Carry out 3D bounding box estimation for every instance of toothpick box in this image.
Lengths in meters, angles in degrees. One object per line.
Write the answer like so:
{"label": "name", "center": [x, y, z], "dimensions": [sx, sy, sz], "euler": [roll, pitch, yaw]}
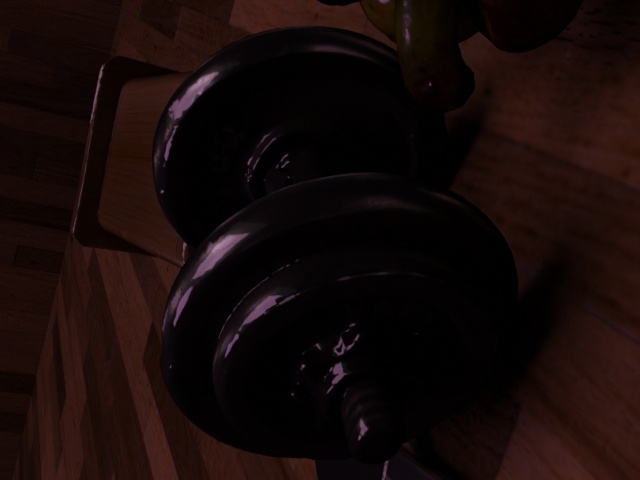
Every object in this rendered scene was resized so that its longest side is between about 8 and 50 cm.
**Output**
{"label": "toothpick box", "center": [-0.082, -0.055, 0.785], "dimensions": [0.308, 0.190, 0.187], "euler": [16, 94, 63]}

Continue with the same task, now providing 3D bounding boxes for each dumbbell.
{"label": "dumbbell", "center": [0.000, 0.000, 0.521], "dimensions": [0.290, 0.192, 0.192], "euler": [-105, 34, -46]}

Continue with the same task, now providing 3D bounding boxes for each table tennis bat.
{"label": "table tennis bat", "center": [0.039, 0.134, 0.590], "dimensions": [0.220, 0.019, 0.130], "euler": [-162, 83, -70]}

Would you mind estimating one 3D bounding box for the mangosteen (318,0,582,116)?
{"label": "mangosteen", "center": [0.068, -0.189, 0.431], "dimensions": [0.215, 0.215, 0.258], "euler": [-124, 39, -61]}
